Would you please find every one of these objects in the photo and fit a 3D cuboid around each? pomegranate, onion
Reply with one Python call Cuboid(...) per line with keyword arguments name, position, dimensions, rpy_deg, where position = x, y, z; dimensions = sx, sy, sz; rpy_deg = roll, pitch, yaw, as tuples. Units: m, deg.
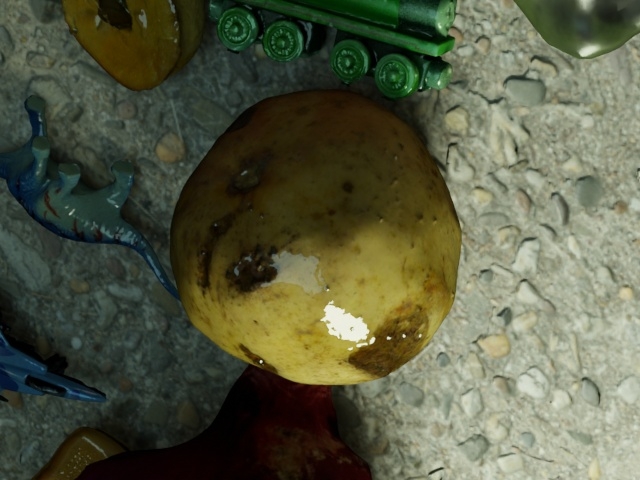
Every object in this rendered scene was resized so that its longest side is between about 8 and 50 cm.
Cuboid(name="pomegranate", position=(0.000, 0.000, 1.853), dimensions=(0.281, 0.281, 0.281), rpy_deg=(9, 115, 20))
Cuboid(name="onion", position=(-0.063, 0.265, 1.968), dimensions=(0.398, 0.398, 0.420), rpy_deg=(14, 95, 18))

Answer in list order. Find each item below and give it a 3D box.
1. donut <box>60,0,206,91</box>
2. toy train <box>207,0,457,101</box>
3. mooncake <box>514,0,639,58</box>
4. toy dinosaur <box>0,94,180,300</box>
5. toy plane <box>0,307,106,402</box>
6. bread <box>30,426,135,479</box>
Cuboid(name="donut", position=(-0.179, -0.233, 1.931), dimensions=(0.178, 0.065, 0.162), rpy_deg=(50, 136, 18))
Cuboid(name="toy train", position=(0.013, -0.214, 1.869), dimensions=(0.251, 0.085, 0.119), rpy_deg=(17, 108, 17))
Cuboid(name="mooncake", position=(0.186, -0.328, 1.585), dimensions=(0.187, 0.351, 0.351), rpy_deg=(-22, 101, 29))
Cuboid(name="toy dinosaur", position=(-0.271, -0.055, 2.064), dimensions=(0.329, 0.076, 0.144), rpy_deg=(23, 126, 16))
Cuboid(name="toy plane", position=(-0.340, 0.130, 2.172), dimensions=(0.246, 0.078, 0.169), rpy_deg=(14, 116, 11))
Cuboid(name="bread", position=(-0.264, 0.288, 2.202), dimensions=(0.116, 0.077, 0.200), rpy_deg=(45, 120, 3))
